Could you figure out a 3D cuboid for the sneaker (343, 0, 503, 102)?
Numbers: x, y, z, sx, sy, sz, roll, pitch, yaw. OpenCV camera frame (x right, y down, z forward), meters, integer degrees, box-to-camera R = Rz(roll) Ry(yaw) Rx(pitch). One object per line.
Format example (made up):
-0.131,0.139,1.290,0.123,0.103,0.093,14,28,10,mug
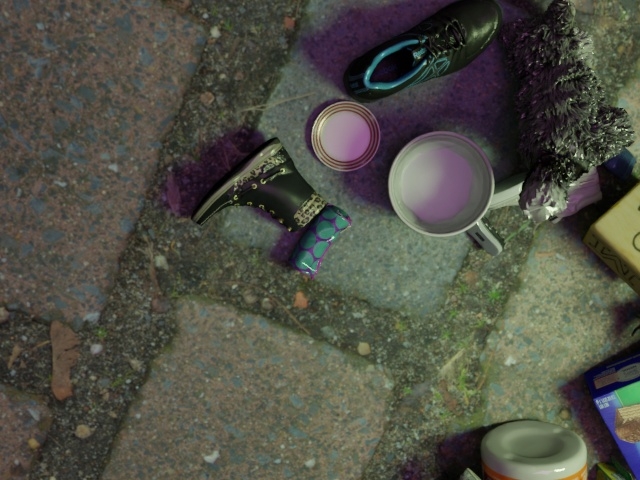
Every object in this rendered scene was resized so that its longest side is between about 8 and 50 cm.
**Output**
0.212,-0.363,1.466,0.341,0.139,0.125,-31,101,-1,sneaker

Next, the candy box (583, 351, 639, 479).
0.780,0.396,1.676,0.268,0.122,0.317,-27,105,19,candy box

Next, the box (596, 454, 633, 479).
0.677,0.595,1.750,0.043,0.105,0.179,-2,102,-7,box

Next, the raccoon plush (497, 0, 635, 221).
0.430,-0.265,1.395,0.216,0.446,0.299,-20,107,25,raccoon plush

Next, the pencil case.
0.000,0.000,1.559,0.070,0.064,0.151,36,97,12,pencil case

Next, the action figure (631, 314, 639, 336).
0.755,0.166,1.557,0.141,0.276,0.164,42,65,-32,action figure

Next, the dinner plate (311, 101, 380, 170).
0.051,-0.211,1.543,0.141,0.017,0.141,-2,102,-7,dinner plate

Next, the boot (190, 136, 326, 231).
-0.122,-0.069,1.520,0.236,0.085,0.178,-41,106,3,boot

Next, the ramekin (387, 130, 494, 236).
0.238,-0.113,1.521,0.207,0.109,0.207,0,94,5,ramekin

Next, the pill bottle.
0.473,0.620,1.670,0.224,0.224,0.392,-7,103,-5,pill bottle

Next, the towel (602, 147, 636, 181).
0.612,-0.182,1.600,0.119,0.029,0.067,40,66,-16,towel

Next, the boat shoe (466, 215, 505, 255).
0.338,-0.030,1.607,0.142,0.049,0.040,50,57,-7,boat shoe

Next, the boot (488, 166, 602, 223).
0.463,-0.087,1.580,0.258,0.095,0.123,-22,102,0,boot

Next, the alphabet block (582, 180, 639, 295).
0.678,-0.006,1.540,0.192,0.193,0.197,-43,74,2,alphabet block

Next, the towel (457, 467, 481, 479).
0.355,0.690,1.626,0.312,0.056,0.324,44,129,25,towel
